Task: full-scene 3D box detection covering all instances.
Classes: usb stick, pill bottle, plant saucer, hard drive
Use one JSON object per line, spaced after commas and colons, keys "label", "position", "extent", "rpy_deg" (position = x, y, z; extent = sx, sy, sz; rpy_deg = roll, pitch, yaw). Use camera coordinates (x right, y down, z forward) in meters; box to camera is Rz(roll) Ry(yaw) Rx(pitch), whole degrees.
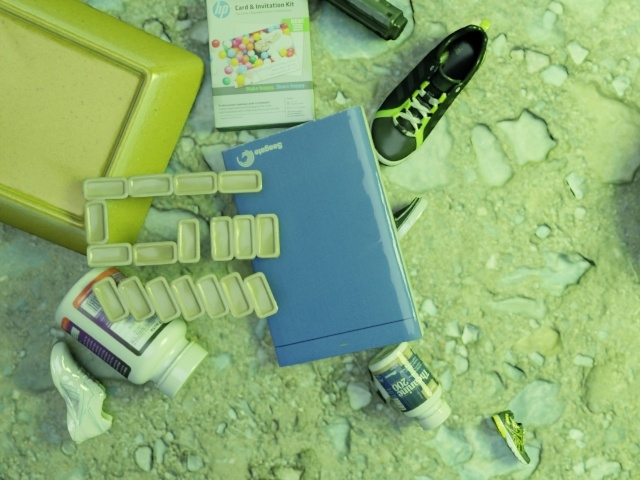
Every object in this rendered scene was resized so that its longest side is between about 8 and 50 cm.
{"label": "usb stick", "position": [-0.002, -0.370, 0.818], "extent": [0.278, 0.077, 0.045], "rpy_deg": [35, 116, 0]}
{"label": "pill bottle", "position": [0.128, 0.204, 0.823], "extent": [0.067, 0.067, 0.120], "rpy_deg": [-38, 90, 2]}
{"label": "plant saucer", "position": [-0.371, -0.166, 0.791], "extent": [0.332, 0.081, 0.333], "rpy_deg": [23, 93, -9]}
{"label": "hard drive", "position": [0.000, 0.000, 0.814], "extent": [0.210, 0.040, 0.319], "rpy_deg": [-15, 90, 17]}
{"label": "pill bottle", "position": [-0.256, 0.129, 0.812], "extent": [0.193, 0.108, 0.108], "rpy_deg": [38, 91, 1]}

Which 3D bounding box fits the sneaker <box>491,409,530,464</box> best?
{"label": "sneaker", "position": [0.281, 0.282, 0.838], "extent": [0.035, 0.031, 0.083], "rpy_deg": [-33, 90, 1]}

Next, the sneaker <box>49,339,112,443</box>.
{"label": "sneaker", "position": [-0.346, 0.213, 0.847], "extent": [0.061, 0.053, 0.152], "rpy_deg": [-17, 96, -8]}

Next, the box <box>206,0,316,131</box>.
{"label": "box", "position": [-0.084, -0.256, 0.838], "extent": [0.145, 0.038, 0.186], "rpy_deg": [-3, 90, 1]}

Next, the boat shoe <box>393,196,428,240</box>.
{"label": "boat shoe", "position": [0.095, -0.012, 0.832], "extent": [0.040, 0.049, 0.142], "rpy_deg": [41, 94, 1]}

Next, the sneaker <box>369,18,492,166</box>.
{"label": "sneaker", "position": [0.146, -0.209, 0.803], "extent": [0.084, 0.097, 0.235], "rpy_deg": [37, 91, 1]}

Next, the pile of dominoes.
{"label": "pile of dominoes", "position": [-0.181, 0.010, 0.779], "extent": [0.251, 0.040, 0.196], "rpy_deg": [-3, 87, -2]}
